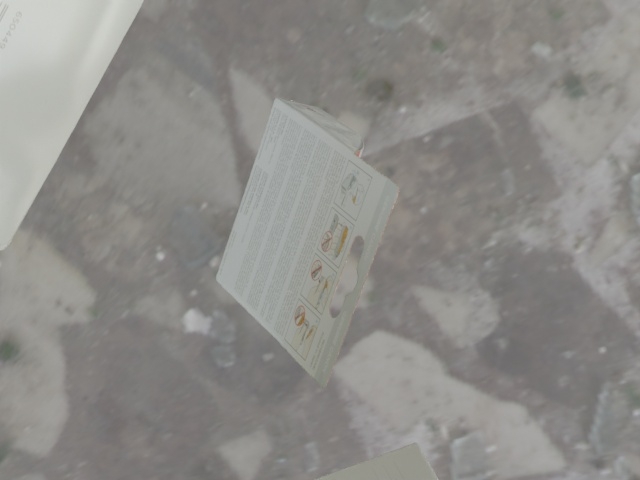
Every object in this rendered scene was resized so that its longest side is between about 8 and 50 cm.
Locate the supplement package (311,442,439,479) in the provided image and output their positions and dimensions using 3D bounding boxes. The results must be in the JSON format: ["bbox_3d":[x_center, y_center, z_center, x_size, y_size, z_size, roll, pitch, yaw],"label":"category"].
[{"bbox_3d":[-0.010,0.281,1.214,0.244,0.134,0.139,-17,55,-21],"label":"supplement package"}]

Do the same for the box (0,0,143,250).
[{"bbox_3d":[-0.290,-0.162,0.794,0.215,0.345,0.168,24,97,-52],"label":"box"}]

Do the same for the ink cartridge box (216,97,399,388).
[{"bbox_3d":[0.000,0.000,1.357,0.066,0.232,0.189,9,108,-36],"label":"ink cartridge box"}]
